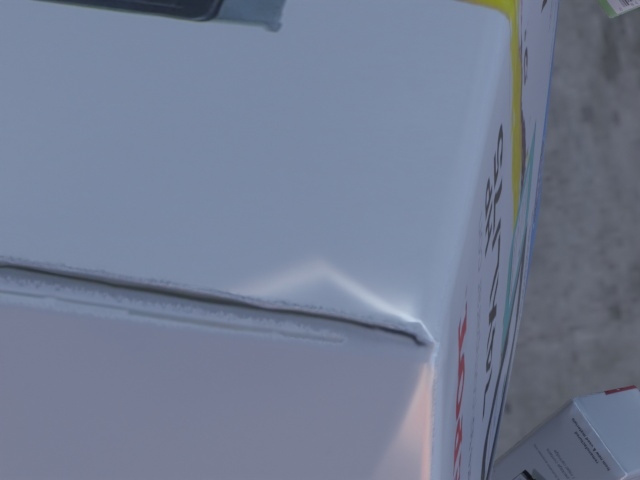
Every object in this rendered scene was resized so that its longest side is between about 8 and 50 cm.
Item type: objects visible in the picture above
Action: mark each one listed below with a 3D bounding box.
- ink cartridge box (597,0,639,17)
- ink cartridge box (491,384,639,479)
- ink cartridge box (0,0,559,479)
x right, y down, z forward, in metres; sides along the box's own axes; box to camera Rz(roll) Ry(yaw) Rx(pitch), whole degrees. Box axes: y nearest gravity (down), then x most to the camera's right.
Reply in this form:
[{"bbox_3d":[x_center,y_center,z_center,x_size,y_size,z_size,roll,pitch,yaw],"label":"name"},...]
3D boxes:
[{"bbox_3d":[0.284,-0.253,1.288,0.056,0.171,0.235,52,45,-19],"label":"ink cartridge box"},{"bbox_3d":[0.136,0.150,1.147,0.056,0.135,0.099,55,26,18],"label":"ink cartridge box"},{"bbox_3d":[-0.046,-0.009,0.509,0.270,0.197,0.198,-73,167,-47],"label":"ink cartridge box"}]
